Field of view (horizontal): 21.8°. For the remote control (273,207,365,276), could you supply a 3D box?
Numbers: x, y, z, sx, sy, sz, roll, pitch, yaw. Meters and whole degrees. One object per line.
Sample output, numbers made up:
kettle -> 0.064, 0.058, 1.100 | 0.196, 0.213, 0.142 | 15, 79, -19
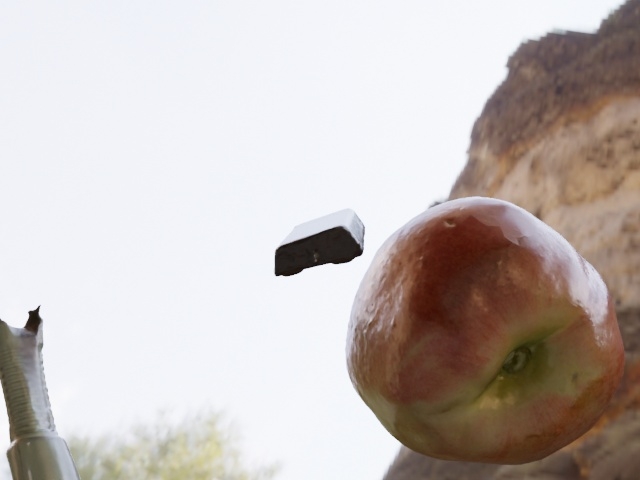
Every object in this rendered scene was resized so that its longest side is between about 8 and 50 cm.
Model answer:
remote control -> 0.000, 0.000, 1.153 | 0.063, 0.245, 0.025 | -18, -87, 2

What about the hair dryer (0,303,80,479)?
hair dryer -> -0.072, 0.167, 0.707 | 0.229, 0.092, 0.267 | 3, -92, 37

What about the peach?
peach -> 0.131, 0.080, 1.421 | 0.232, 0.256, 0.232 | -3, -78, -13
